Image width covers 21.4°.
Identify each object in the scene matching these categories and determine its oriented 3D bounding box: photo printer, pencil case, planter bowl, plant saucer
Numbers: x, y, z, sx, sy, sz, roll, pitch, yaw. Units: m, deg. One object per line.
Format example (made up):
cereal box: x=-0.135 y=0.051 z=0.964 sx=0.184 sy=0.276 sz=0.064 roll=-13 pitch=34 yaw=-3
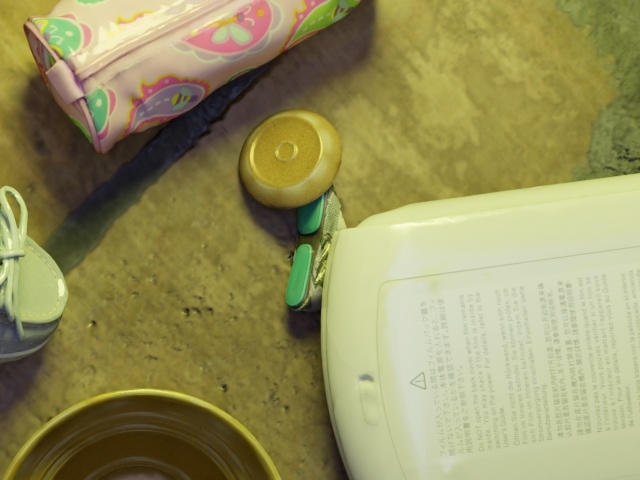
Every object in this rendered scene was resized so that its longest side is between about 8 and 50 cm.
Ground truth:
photo printer: x=0.155 y=0.089 z=1.284 sx=0.307 sy=0.107 sz=0.256 roll=-8 pitch=90 yaw=-10
pencil case: x=-0.076 y=-0.179 z=1.263 sx=0.284 sy=0.124 sz=0.124 roll=-29 pitch=91 yaw=-9
planter bowl: x=-0.133 y=0.217 z=1.241 sx=0.217 sy=0.090 sz=0.217 roll=1 pitch=85 yaw=-8
plant saucer: x=-0.025 y=-0.065 z=1.295 sx=0.083 sy=0.015 sz=0.083 roll=-6 pitch=68 yaw=14

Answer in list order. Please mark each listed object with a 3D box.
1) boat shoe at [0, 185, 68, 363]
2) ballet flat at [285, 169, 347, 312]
boat shoe: x=-0.272 y=-0.009 z=1.144 sx=0.103 sy=0.320 sz=0.118 roll=-22 pitch=53 yaw=24
ballet flat: x=0.000 y=0.000 z=1.308 sx=0.041 sy=0.041 sz=0.114 roll=10 pitch=85 yaw=-8
